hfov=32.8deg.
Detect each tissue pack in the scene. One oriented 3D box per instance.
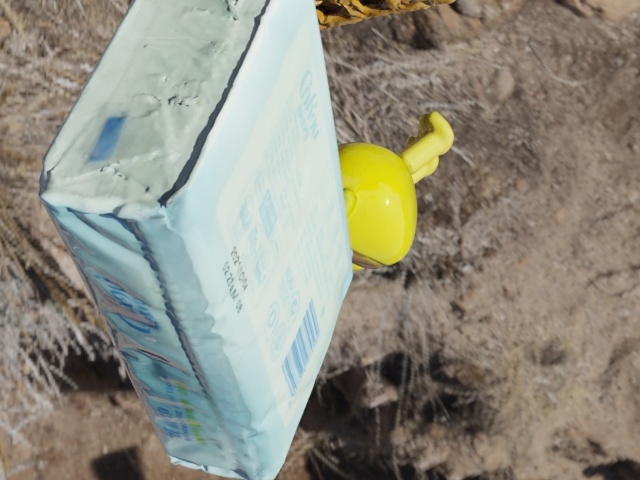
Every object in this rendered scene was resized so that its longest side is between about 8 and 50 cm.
[{"bbox_3d":[-0.051,-0.007,0.582,0.089,0.177,0.263,9,146,16],"label":"tissue pack"}]

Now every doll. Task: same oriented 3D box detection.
[{"bbox_3d":[0.000,0.000,1.157,0.363,0.199,0.145,-39,77,-22],"label":"doll"}]

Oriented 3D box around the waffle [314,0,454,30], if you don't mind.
[{"bbox_3d":[-0.006,-0.286,1.033,0.308,0.091,0.213,-6,159,30],"label":"waffle"}]
